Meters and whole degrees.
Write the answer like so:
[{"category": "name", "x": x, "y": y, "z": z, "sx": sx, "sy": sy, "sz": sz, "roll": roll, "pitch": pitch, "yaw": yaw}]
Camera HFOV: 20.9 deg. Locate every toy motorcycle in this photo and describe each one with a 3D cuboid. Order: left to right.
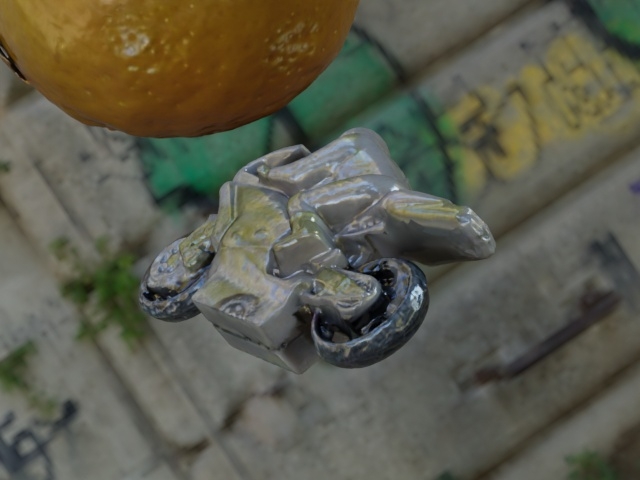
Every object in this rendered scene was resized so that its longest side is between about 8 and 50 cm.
[{"category": "toy motorcycle", "x": 0.000, "y": 0.000, "z": 1.361, "sx": 0.223, "sy": 0.108, "sz": 0.340, "roll": -48, "pitch": 31, "yaw": -19}]

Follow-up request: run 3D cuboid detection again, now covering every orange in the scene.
[{"category": "orange", "x": -0.082, "y": -0.160, "z": 0.953, "sx": 0.219, "sy": 0.219, "sz": 0.193, "roll": -33, "pitch": -28, "yaw": -23}]
